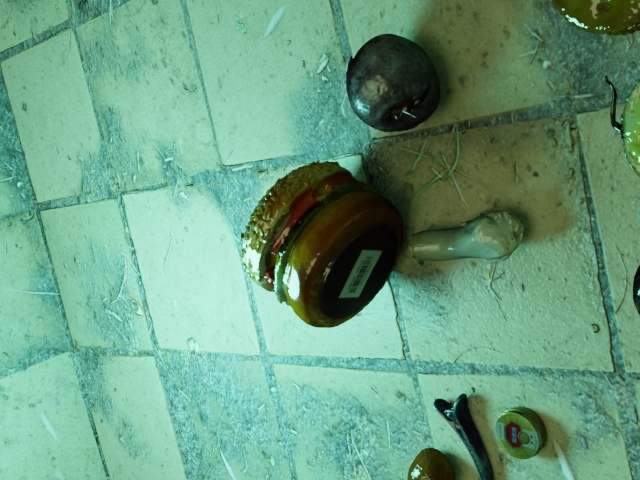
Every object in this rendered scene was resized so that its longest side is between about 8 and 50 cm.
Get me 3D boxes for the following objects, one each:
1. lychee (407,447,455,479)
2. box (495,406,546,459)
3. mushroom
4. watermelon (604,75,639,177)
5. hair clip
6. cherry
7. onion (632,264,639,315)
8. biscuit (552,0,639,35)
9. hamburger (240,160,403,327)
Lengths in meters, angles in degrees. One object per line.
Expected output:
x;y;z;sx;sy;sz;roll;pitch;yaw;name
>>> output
0.241;0.532;2.021;0.101;0.114;0.140;-173;87;-88;lychee
0.409;0.393;1.861;0.105;0.037;0.106;17;116;39;box
0.285;0.002;1.806;0.278;0.096;0.099;-12;95;50;mushroom
0.572;-0.177;1.390;0.232;0.127;0.204;-4;101;51;watermelon
0.329;0.463;1.960;0.083;0.048;0.275;-24;88;42;hair clip
0.141;-0.308;1.775;0.195;0.195;0.195;17;116;40;cherry
0.618;0.117;1.437;0.281;0.221;0.281;7;98;56;onion
0.474;-0.444;1.483;0.220;0.066;0.220;16;112;43;biscuit
0.000;0.000;1.929;0.250;0.330;0.330;35;126;32;hamburger
